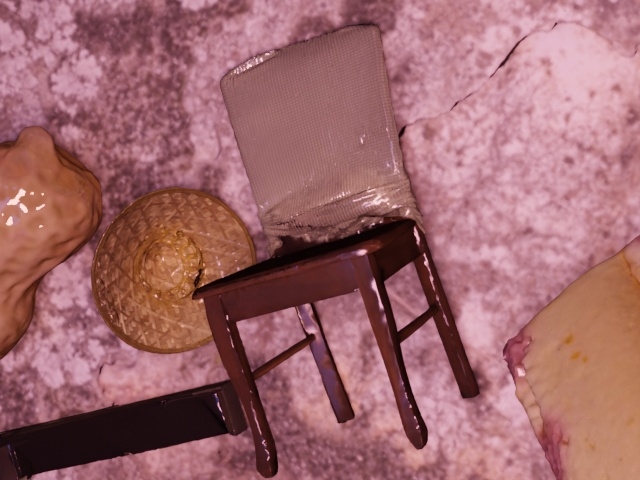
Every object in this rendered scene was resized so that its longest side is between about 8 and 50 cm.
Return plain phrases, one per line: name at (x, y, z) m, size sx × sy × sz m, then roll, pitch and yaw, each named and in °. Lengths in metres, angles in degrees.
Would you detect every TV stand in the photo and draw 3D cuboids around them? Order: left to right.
TV stand at (-0.190, 0.176, 1.271) m, size 0.257 × 0.040 × 0.048 m, roll -15°, pitch 92°, yaw 21°

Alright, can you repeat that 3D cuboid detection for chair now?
chair at (0.000, 0.000, 1.109) m, size 0.160 × 0.186 × 0.319 m, roll -15°, pitch 94°, yaw 26°

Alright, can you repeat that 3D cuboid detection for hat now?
hat at (-0.134, 0.020, 1.224) m, size 0.146 × 0.067 × 0.146 m, roll -5°, pitch 104°, yaw -21°

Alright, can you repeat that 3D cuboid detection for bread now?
bread at (0.258, 0.157, 0.960) m, size 0.187 × 0.338 × 0.155 m, roll -37°, pitch 124°, yaw 15°

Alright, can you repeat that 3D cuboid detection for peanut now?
peanut at (-0.309, 0.025, 1.246) m, size 0.291 × 0.143 × 0.159 m, roll -36°, pitch 118°, yaw 15°
